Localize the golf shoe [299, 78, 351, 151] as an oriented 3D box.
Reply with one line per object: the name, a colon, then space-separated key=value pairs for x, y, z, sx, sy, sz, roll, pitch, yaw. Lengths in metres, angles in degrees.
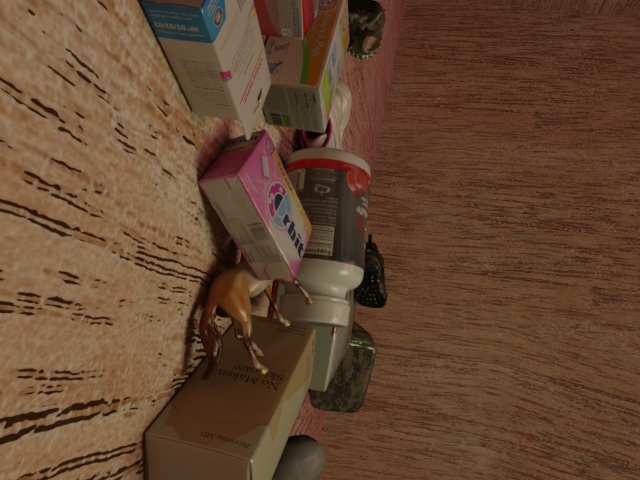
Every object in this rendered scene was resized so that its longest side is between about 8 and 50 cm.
golf shoe: x=-0.002 y=-0.197 z=1.028 sx=0.140 sy=0.115 sz=0.306 roll=-49 pitch=143 yaw=-51

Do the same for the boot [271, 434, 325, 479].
boot: x=-0.051 y=0.400 z=0.629 sx=0.338 sy=0.222 sz=0.118 roll=-16 pitch=103 yaw=-48

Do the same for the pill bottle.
pill bottle: x=0.000 y=0.000 z=0.892 sx=0.176 sy=0.176 sz=0.319 roll=62 pitch=32 yaw=-74

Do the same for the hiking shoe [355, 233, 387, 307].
hiking shoe: x=0.138 y=0.088 z=1.198 sx=0.227 sy=0.086 sz=0.114 roll=82 pitch=21 yaw=-51

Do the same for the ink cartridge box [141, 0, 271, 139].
ink cartridge box: x=-0.108 y=-0.204 z=0.495 sx=0.181 sy=0.061 sz=0.104 roll=79 pitch=24 yaw=-63

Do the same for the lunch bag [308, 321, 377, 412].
lunch bag: x=0.063 y=0.445 z=1.714 sx=0.256 sy=0.212 sz=0.305 roll=-111 pitch=-149 yaw=-76

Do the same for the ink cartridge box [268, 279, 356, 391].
ink cartridge box: x=-0.005 y=0.176 z=1.184 sx=0.384 sy=0.160 sz=0.279 roll=-6 pitch=105 yaw=-79

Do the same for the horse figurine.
horse figurine: x=-0.104 y=0.084 z=0.698 sx=0.174 sy=0.066 sz=0.263 roll=61 pitch=36 yaw=-15

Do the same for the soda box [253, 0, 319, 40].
soda box: x=-0.054 y=-0.378 z=0.533 sx=0.263 sy=0.092 sz=0.083 roll=88 pitch=17 yaw=-51

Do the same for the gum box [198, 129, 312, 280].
gum box: x=-0.079 y=-0.041 z=0.647 sx=0.107 sy=0.062 sz=0.188 roll=-70 pitch=144 yaw=-46

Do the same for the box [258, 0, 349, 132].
box: x=-0.023 y=-0.298 z=0.757 sx=0.114 sy=0.103 sz=0.203 roll=77 pitch=25 yaw=-67

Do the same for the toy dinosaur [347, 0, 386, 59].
toy dinosaur: x=0.070 y=-0.451 z=0.967 sx=0.313 sy=0.160 sz=0.121 roll=-66 pitch=164 yaw=-50

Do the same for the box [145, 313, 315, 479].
box: x=-0.114 y=0.243 z=0.695 sx=0.311 sy=0.148 sz=0.121 roll=-58 pitch=156 yaw=-68
